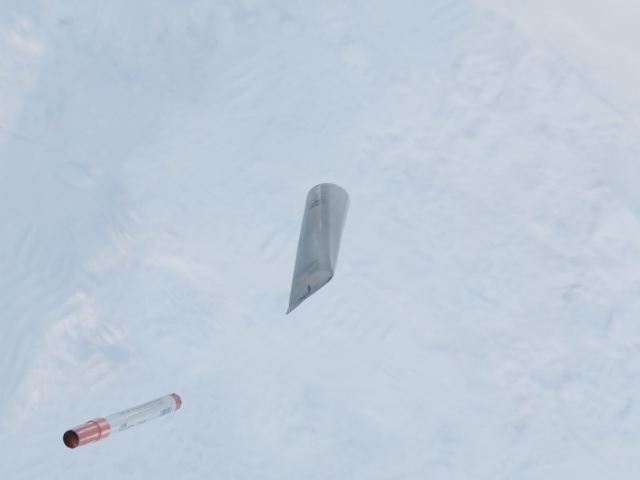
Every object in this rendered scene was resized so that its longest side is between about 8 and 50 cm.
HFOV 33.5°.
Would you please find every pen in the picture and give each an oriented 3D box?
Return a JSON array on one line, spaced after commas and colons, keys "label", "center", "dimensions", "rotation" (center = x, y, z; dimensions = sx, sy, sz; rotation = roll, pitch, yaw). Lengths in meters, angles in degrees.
[{"label": "pen", "center": [-0.247, 0.228, 1.357], "dimensions": [0.028, 0.239, 0.028], "rotation": [1, 93, 23]}]

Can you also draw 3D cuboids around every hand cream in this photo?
[{"label": "hand cream", "center": [0.000, 0.000, 1.258], "dimensions": [0.054, 0.087, 0.186], "rotation": [33, 41, -21]}]
